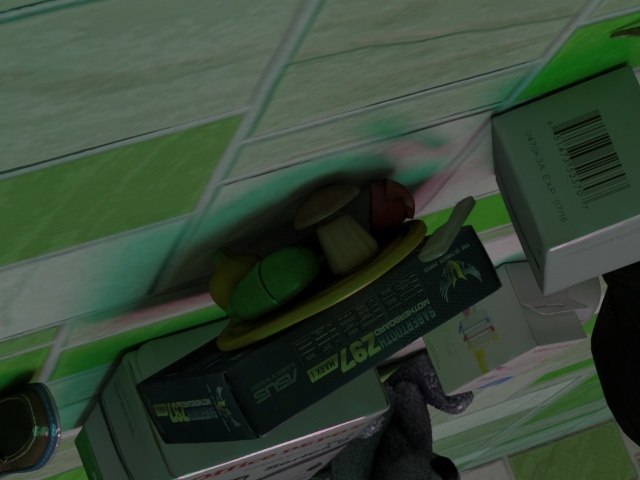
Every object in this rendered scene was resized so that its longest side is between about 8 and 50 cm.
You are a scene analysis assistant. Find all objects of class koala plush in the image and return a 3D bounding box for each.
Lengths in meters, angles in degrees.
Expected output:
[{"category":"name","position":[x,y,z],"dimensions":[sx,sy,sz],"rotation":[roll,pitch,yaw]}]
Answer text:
[{"category":"koala plush","position":[0.093,0.268,2.095],"dimensions":[0.196,0.221,0.203],"rotation":[-9,145,-45]}]

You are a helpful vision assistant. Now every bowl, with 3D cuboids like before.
[{"category":"bowl","position":[0.224,0.081,2.012],"dimensions":[0.142,0.053,0.142],"rotation":[-31,162,34]}]

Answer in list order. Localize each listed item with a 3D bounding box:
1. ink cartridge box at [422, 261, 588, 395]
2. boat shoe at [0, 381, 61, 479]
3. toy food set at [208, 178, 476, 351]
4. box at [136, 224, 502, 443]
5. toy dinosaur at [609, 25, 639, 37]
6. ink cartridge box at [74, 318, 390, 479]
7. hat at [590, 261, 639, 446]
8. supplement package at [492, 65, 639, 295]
[{"category":"ink cartridge box","position":[0.184,0.081,1.862],"dimensions":[0.143,0.090,0.092],"rotation":[-32,163,36]},{"category":"boat shoe","position":[-0.273,0.169,1.551],"dimensions":[0.066,0.066,0.183],"rotation":[-10,163,-37]},{"category":"toy food set","position":[0.000,0.000,1.325],"dimensions":[0.218,0.071,0.128],"rotation":[-27,-170,30]},{"category":"box","position":[-0.004,0.073,1.413],"dimensions":[0.233,0.059,0.183],"rotation":[-31,-174,-26]},{"category":"toy dinosaur","position":[0.291,-0.154,1.149],"dimensions":[0.211,0.112,0.064],"rotation":[-41,-174,47]},{"category":"ink cartridge box","position":[-0.087,0.163,1.697],"dimensions":[0.211,0.121,0.289],"rotation":[-17,166,-20]},{"category":"hat","position":[0.332,0.021,1.631],"dimensions":[0.331,0.331,0.134],"rotation":[-29,126,30]},{"category":"supplement package","position":[0.189,-0.038,1.358],"dimensions":[0.105,0.105,0.179],"rotation":[-22,166,1]}]
